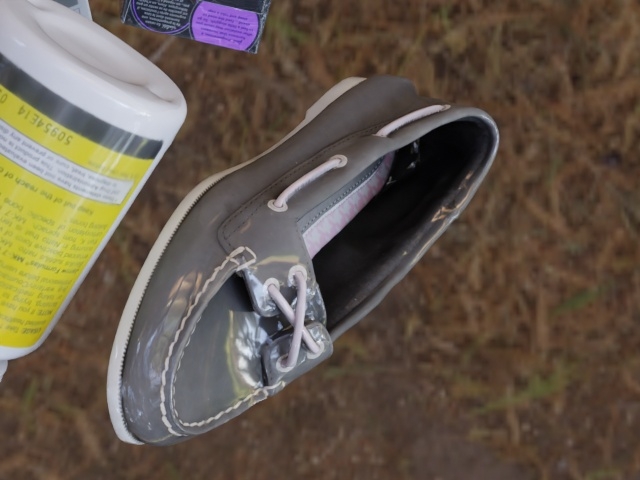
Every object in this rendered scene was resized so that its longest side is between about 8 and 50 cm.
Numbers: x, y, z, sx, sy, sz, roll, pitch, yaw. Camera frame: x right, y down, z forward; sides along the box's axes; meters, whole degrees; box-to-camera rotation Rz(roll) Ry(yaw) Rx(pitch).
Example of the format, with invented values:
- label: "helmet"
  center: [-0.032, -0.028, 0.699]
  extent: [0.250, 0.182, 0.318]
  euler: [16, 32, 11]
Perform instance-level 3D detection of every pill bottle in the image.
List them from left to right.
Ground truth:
- label: "pill bottle"
  center: [-0.170, -0.014, 0.898]
  extent: [0.119, 0.119, 0.208]
  euler: [30, 104, -16]

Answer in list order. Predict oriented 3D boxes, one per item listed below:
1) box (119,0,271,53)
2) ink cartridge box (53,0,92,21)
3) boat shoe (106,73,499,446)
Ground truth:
- label: "box"
  center: [-0.142, -0.339, 2.028]
  extent: [0.165, 0.270, 0.143]
  euler: [12, 112, -13]
- label: "ink cartridge box"
  center: [-0.290, -0.313, 1.764]
  extent: [0.066, 0.232, 0.189]
  euler: [-23, 156, -11]
- label: "boat shoe"
  center: [0.000, 0.000, 0.977]
  extent: [0.096, 0.335, 0.112]
  euler: [7, 124, 27]
